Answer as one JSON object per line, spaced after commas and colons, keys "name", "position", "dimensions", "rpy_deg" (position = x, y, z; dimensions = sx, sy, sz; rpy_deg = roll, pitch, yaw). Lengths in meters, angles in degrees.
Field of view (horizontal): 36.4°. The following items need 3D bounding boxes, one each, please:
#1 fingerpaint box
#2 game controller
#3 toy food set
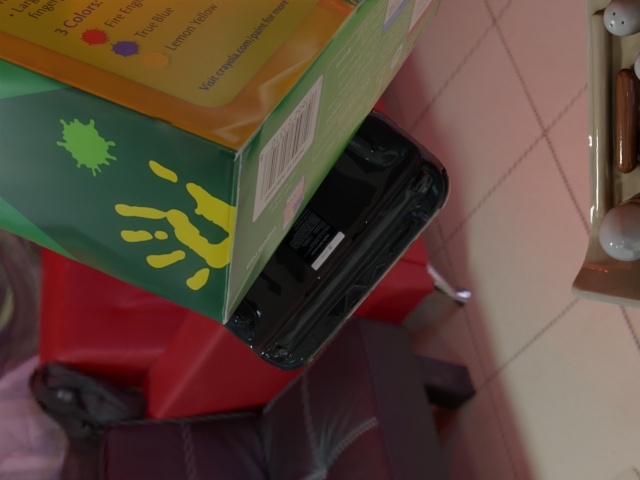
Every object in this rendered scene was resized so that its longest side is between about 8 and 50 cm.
{"name": "fingerpaint box", "position": [-0.132, -0.194, 0.757], "dimensions": [0.163, 0.371, 0.445], "rpy_deg": [101, -165, -45]}
{"name": "game controller", "position": [0.000, 0.000, 1.124], "dimensions": [0.319, 0.166, 0.067], "rpy_deg": [-50, -8, 15]}
{"name": "toy food set", "position": [0.301, -0.082, 0.764], "dimensions": [0.220, 0.092, 0.306], "rpy_deg": [9, 117, 35]}
